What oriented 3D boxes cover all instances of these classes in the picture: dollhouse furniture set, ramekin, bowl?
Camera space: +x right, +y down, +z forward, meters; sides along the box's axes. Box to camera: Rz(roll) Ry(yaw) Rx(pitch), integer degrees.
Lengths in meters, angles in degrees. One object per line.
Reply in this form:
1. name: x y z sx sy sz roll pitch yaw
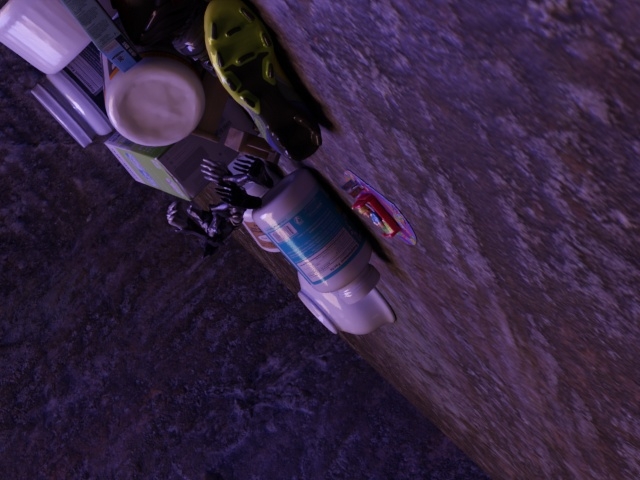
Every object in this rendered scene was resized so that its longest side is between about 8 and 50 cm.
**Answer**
1. dollhouse furniture set: -0.159 -0.236 1.578 0.184 0.129 0.129 17 -173 -29
2. ramekin: -0.436 -0.417 1.496 0.135 0.277 0.277 43 174 -24
3. bowl: 0.038 0.138 2.169 0.298 0.134 0.298 45 172 8

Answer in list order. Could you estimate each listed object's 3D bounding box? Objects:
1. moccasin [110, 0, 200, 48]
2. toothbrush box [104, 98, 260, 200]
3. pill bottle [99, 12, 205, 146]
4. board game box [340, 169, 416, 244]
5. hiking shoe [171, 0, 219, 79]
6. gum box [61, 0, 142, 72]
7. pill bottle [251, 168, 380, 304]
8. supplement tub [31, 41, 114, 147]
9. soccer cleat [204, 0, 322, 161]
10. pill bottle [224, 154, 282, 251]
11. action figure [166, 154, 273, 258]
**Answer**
1. moccasin: -0.256 -0.386 1.203 0.147 0.139 0.380 52 174 6
2. toothbrush box: -0.290 -0.212 1.795 0.283 0.206 0.122 20 152 56
3. pill bottle: -0.292 -0.297 1.480 0.162 0.162 0.278 54 -169 -41
4. board game box: 0.089 -0.043 1.447 0.169 0.033 0.133 41 170 33
5. hiking shoe: -0.151 -0.292 1.311 0.114 0.086 0.227 37 -172 -7
6. gum box: -0.339 -0.337 1.242 0.184 0.041 0.157 52 179 -1
7. pill bottle: 0.000 0.000 1.684 0.264 0.146 0.146 49 171 -16
8. supplement tub: -0.481 -0.357 1.931 0.191 0.272 0.191 45 172 9
9. soccer cleat: -0.094 -0.235 1.268 0.289 0.093 0.121 56 178 -39
10. pill bottle: -0.129 -0.084 1.961 0.131 0.131 0.229 40 169 37
11. action figure: -0.195 -0.073 1.629 0.141 0.164 0.276 33 151 -14
